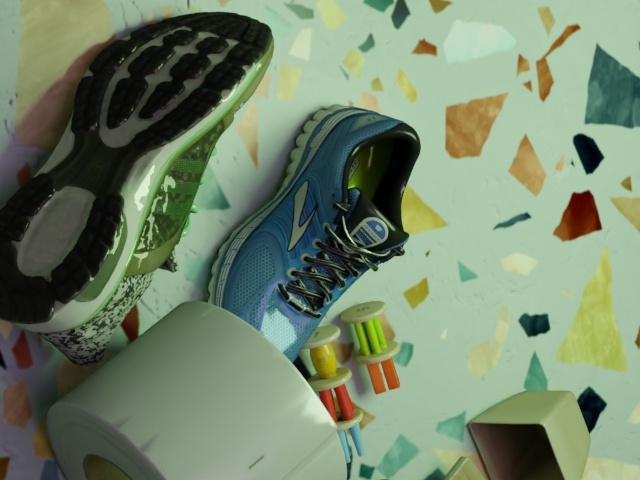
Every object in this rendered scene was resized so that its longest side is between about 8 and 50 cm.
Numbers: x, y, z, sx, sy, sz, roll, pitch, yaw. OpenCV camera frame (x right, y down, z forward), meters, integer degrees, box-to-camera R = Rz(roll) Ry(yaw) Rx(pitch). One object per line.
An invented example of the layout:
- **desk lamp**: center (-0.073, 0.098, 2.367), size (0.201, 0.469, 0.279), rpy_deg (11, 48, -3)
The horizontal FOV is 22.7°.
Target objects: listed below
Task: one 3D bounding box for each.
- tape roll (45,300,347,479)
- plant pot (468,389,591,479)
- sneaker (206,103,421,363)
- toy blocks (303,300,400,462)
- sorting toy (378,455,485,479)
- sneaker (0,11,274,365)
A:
- **tape roll**: center (-0.119, 0.203, 1.511), size (0.169, 0.246, 0.246), rpy_deg (-39, 114, -28)
- **plant pot**: center (0.259, 0.234, 1.890), size (0.096, 0.109, 0.109), rpy_deg (-40, 116, -42)
- **sneaker**: center (0.000, 0.000, 1.649), size (0.130, 0.147, 0.330), rpy_deg (37, 72, -33)
- **toy blocks**: center (0.041, 0.156, 1.747), size (0.123, 0.054, 0.148), rpy_deg (-26, 108, -33)
- **sorting toy**: center (0.155, 0.345, 1.848), size (0.132, 0.046, 0.274), rpy_deg (-47, 118, -25)
- **sneaker**: center (-0.174, -0.051, 1.553), size (0.410, 0.158, 0.182), rpy_deg (-55, 152, -23)
